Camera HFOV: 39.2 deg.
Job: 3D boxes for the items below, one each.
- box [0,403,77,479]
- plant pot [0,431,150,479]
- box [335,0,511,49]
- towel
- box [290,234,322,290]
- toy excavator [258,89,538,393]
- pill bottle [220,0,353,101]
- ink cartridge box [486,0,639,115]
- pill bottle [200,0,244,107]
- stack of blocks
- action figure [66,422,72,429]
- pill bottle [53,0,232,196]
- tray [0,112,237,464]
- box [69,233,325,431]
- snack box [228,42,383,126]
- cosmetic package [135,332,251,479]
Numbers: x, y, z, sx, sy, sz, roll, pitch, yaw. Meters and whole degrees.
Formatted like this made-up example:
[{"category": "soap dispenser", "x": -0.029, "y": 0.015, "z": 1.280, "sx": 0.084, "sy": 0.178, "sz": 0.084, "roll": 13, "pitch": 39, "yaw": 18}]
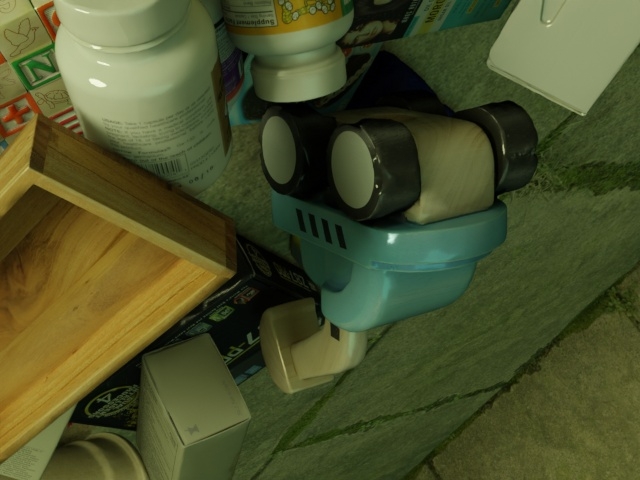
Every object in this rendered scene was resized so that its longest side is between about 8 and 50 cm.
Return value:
[{"category": "box", "x": -0.394, "y": 0.207, "z": 1.248, "sx": 0.113, "sy": 0.094, "sz": 0.275, "roll": 23, "pitch": 120, "yaw": -16}, {"category": "plant pot", "x": -0.493, "y": 0.472, "z": 1.471, "sx": 0.305, "sy": 0.334, "sz": 0.334, "roll": 19, "pitch": 125, "yaw": -44}, {"category": "box", "x": 0.103, "y": -0.265, "z": 0.920, "sx": 0.244, "sy": 0.060, "sz": 0.100, "roll": -18, "pitch": 155, "yaw": -30}, {"category": "towel", "x": 0.080, "y": -0.135, "z": 1.290, "sx": 0.227, "sy": 0.076, "sz": 0.308, "roll": -46, "pitch": 151, "yaw": 11}, {"category": "box", "x": 0.000, "y": 0.000, "z": 1.386, "sx": 0.043, "sy": 0.105, "sz": 0.179, "roll": -32, "pitch": 155, "yaw": -20}, {"category": "toy excavator", "x": 0.044, "y": 0.039, "z": 1.138, "sx": 0.222, "sy": 0.433, "sz": 0.445, "roll": -11, "pitch": 109, "yaw": -31}, {"category": "pill bottle", "x": -0.033, "y": -0.234, "z": 0.791, "sx": 0.118, "sy": 0.117, "sz": 0.208, "roll": -21, "pitch": 120, "yaw": -22}, {"category": "ink cartridge box", "x": 0.317, "y": -0.320, "z": 0.984, "sx": 0.307, "sy": 0.129, "sz": 0.223, "roll": -60, "pitch": 178, "yaw": -42}, {"category": "pill bottle", "x": -0.135, "y": -0.214, "z": 0.871, "sx": 0.108, "sy": 0.108, "sz": 0.193, "roll": -26, "pitch": 153, "yaw": -13}, {"category": "stack of blocks", "x": -0.337, "y": -0.134, "z": 0.812, "sx": 0.297, "sy": 0.087, "sz": 0.171, "roll": -28, "pitch": 153, "yaw": -8}, {"category": "action figure", "x": -0.427, "y": 0.295, "z": 1.519, "sx": 0.115, "sy": 0.030, "sz": 0.038, "roll": -23, "pitch": 147, "yaw": -22}, {"category": "pill bottle", "x": -0.149, "y": -0.143, "z": 0.756, "sx": 0.131, "sy": 0.131, "sz": 0.229, "roll": -25, "pitch": 151, "yaw": -14}, {"category": "tray", "x": -0.288, "y": 0.072, "z": 0.842, "sx": 0.203, "sy": 0.076, "sz": 0.411, "roll": 30, "pitch": 125, "yaw": -34}, {"category": "box", "x": -0.205, "y": 0.166, "z": 1.459, "sx": 0.395, "sy": 0.097, "sz": 0.318, "roll": -36, "pitch": 155, "yaw": 10}, {"category": "snack box", "x": 0.003, "y": -0.257, "z": 0.978, "sx": 0.187, "sy": 0.060, "sz": 0.322, "roll": -13, "pitch": 153, "yaw": -33}, {"category": "cosmetic package", "x": -0.207, "y": 0.296, "z": 1.402, "sx": 0.113, "sy": 0.160, "sz": 0.309, "roll": -18, "pitch": 152, "yaw": -25}]
